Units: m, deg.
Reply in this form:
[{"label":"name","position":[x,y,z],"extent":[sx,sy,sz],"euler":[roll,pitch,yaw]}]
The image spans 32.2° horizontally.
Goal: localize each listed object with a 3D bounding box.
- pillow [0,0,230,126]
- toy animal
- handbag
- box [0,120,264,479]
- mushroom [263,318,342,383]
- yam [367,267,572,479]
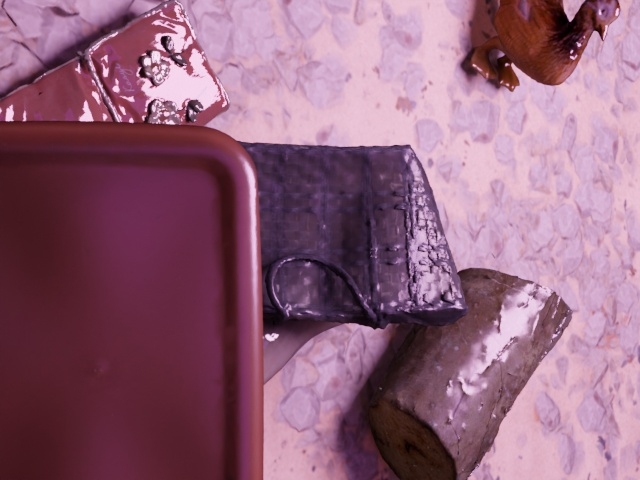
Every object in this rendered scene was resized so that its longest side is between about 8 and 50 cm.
[{"label":"pillow","position":[-0.187,-0.112,0.986],"extent":[0.232,0.043,0.126],"euler":[-41,112,-31]},{"label":"toy animal","position":[0.252,-0.262,1.269],"extent":[0.089,0.179,0.188],"euler":[10,55,-40]},{"label":"handbag","position":[0.000,0.000,1.026],"extent":[0.270,0.089,0.175],"euler":[1,63,-11]},{"label":"box","position":[-0.170,0.082,0.821],"extent":[0.239,0.229,0.340],"euler":[0,89,-13]},{"label":"mushroom","position":[-0.012,0.054,1.089],"extent":[0.351,0.097,0.109],"euler":[-32,85,-32]},{"label":"yam","position":[0.155,0.136,1.187],"extent":[0.254,0.154,0.154],"euler":[-49,116,-25]}]
